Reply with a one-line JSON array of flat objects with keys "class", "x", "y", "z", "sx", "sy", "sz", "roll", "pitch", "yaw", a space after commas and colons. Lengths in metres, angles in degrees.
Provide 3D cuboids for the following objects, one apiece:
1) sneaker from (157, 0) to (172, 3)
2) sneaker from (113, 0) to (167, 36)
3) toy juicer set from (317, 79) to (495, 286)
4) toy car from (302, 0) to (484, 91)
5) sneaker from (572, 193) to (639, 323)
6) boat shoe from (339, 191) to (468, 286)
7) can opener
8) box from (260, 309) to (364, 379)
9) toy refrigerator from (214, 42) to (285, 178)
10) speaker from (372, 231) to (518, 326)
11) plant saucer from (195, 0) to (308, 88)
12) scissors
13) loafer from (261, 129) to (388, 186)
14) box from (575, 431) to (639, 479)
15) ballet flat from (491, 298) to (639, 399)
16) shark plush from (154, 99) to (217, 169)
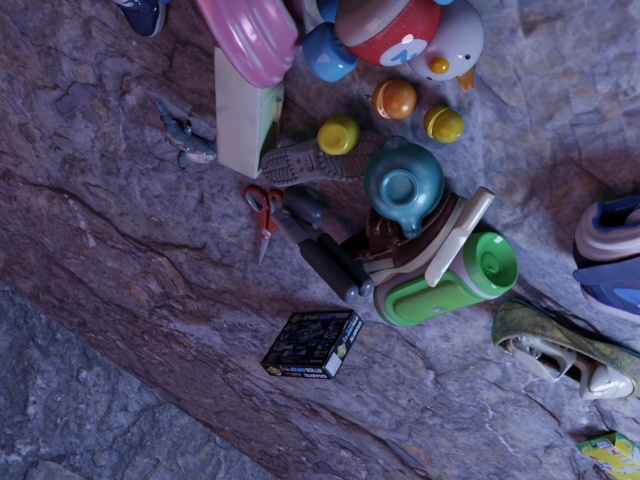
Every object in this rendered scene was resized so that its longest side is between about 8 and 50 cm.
[{"class": "sneaker", "x": -0.208, "y": -0.433, "z": 1.054, "sx": 0.082, "sy": 0.069, "sz": 0.209, "roll": 37, "pitch": 144, "yaw": -6}, {"class": "sneaker", "x": -0.341, "y": -0.429, "z": 1.088, "sx": 0.099, "sy": 0.153, "sz": 0.282, "roll": 21, "pitch": 144, "yaw": 16}, {"class": "toy juicer set", "x": 0.163, "y": -0.114, "z": 1.101, "sx": 0.209, "sy": 0.089, "sz": 0.329, "roll": -38, "pitch": 93, "yaw": 21}, {"class": "toy car", "x": 0.141, "y": -0.272, "z": 0.888, "sx": 0.238, "sy": 0.210, "sz": 0.219, "roll": 37, "pitch": 135, "yaw": -29}, {"class": "sneaker", "x": 0.537, "y": 0.035, "z": 0.993, "sx": 0.322, "sy": 0.130, "sz": 0.236, "roll": 15, "pitch": 146, "yaw": 32}, {"class": "boat shoe", "x": 0.135, "y": -0.015, "z": 1.259, "sx": 0.123, "sy": 0.123, "sz": 0.342, "roll": 38, "pitch": 151, "yaw": -9}, {"class": "can opener", "x": 0.000, "y": 0.000, "z": 1.324, "sx": 0.283, "sy": 0.076, "sz": 0.095, "roll": 46, "pitch": 143, "yaw": 35}, {"class": "box", "x": -0.023, "y": 0.252, "z": 1.650, "sx": 0.220, "sy": 0.175, "sz": 0.051, "roll": -8, "pitch": 128, "yaw": 43}, {"class": "toy refrigerator", "x": -0.120, "y": -0.243, "z": 1.189, "sx": 0.094, "sy": 0.102, "sz": 0.269, "roll": 24, "pitch": 144, "yaw": 11}, {"class": "speaker", "x": 0.230, "y": 0.080, "z": 1.291, "sx": 0.131, "sy": 0.131, "sz": 0.296, "roll": 42, "pitch": 144, "yaw": -13}, {"class": "plant saucer", "x": -0.097, "y": -0.367, "z": 0.867, "sx": 0.084, "sy": 0.332, "sz": 0.332, "roll": -17, "pitch": 128, "yaw": 12}, {"class": "scissors", "x": -0.115, "y": -0.014, "z": 1.532, "sx": 0.109, "sy": 0.021, "sz": 0.297, "roll": 19, "pitch": 141, "yaw": 16}, {"class": "loafer", "x": 0.017, "y": -0.157, "z": 1.217, "sx": 0.251, "sy": 0.087, "sz": 0.094, "roll": -3, "pitch": 112, "yaw": 23}, {"class": "box", "x": 0.677, "y": 0.492, "z": 1.519, "sx": 0.179, "sy": 0.043, "sz": 0.105, "roll": 34, "pitch": 146, "yaw": -7}, {"class": "ballet flat", "x": 0.487, "y": 0.236, "z": 1.291, "sx": 0.348, "sy": 0.123, "sz": 0.123, "roll": 27, "pitch": 145, "yaw": 8}, {"class": "shark plush", "x": -0.283, "y": -0.226, "z": 1.406, "sx": 0.067, "sy": 0.073, "sz": 0.161, "roll": -32, "pitch": 91, "yaw": 32}]
